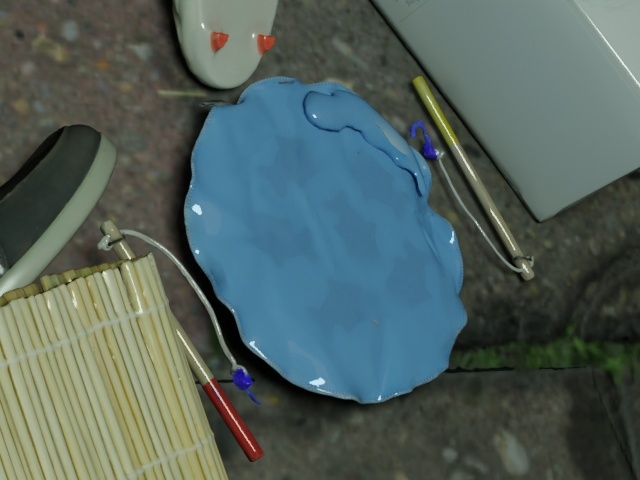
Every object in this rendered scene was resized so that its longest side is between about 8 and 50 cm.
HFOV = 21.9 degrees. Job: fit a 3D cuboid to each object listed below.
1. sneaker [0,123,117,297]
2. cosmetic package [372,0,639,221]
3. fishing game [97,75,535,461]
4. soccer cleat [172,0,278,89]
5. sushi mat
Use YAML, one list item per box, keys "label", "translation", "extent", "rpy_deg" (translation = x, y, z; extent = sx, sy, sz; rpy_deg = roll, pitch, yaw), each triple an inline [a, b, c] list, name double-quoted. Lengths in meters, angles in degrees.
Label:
- label: "sneaker"
  translation: [-0.190, -0.004, 0.737]
  extent: [0.118, 0.083, 0.222]
  rpy_deg: [45, 56, -9]
- label: "cosmetic package"
  translation: [0.162, -0.174, 0.990]
  extent: [0.224, 0.138, 0.225]
  rpy_deg: [-41, 96, -36]
- label: "fishing game"
  translation: [0.000, 0.000, 0.882]
  extent: [0.264, 0.041, 0.189]
  rpy_deg: [-34, 91, -44]
- label: "soccer cleat"
  translation: [-0.063, -0.179, 0.902]
  extent: [0.068, 0.076, 0.196]
  rpy_deg: [-5, 93, -47]
- label: "sushi mat"
  translation: [-0.067, 0.165, 0.722]
  extent: [0.151, 0.019, 0.317]
  rpy_deg: [-25, 97, -56]
